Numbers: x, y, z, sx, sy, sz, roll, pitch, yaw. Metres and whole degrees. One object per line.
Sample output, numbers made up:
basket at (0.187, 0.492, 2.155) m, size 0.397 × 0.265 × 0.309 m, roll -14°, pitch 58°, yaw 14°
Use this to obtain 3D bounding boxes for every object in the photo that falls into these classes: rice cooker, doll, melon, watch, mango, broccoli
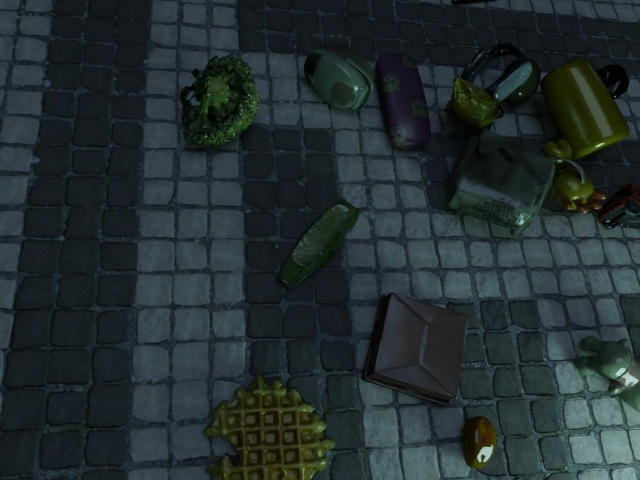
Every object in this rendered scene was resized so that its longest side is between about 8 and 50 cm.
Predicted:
rice cooker at (0.055, -0.454, 1.526) m, size 0.206 × 0.145 × 0.127 m, roll 32°, pitch 54°, yaw 0°
doll at (0.693, -0.168, 1.538) m, size 0.142 × 0.135 × 0.221 m, roll -12°, pitch 58°, yaw -19°
melon at (0.600, -0.482, 1.666) m, size 0.114 × 0.114 × 0.167 m, roll 28°, pitch 66°, yaw 1°
watch at (0.499, -0.484, 1.619) m, size 0.206 × 0.068 × 0.193 m, roll -44°, pitch 39°, yaw 2°
mango at (0.355, 0.453, 1.244) m, size 0.080 × 0.060 × 0.114 m, roll 31°, pitch 61°, yaw -15°
doll at (0.765, 0.338, 1.348) m, size 0.275 × 0.113 × 0.155 m, roll 34°, pitch 62°, yaw 5°
broccoli at (-0.261, -0.348, 1.399) m, size 0.198 × 0.176 × 0.226 m, roll 42°, pitch 51°, yaw 12°

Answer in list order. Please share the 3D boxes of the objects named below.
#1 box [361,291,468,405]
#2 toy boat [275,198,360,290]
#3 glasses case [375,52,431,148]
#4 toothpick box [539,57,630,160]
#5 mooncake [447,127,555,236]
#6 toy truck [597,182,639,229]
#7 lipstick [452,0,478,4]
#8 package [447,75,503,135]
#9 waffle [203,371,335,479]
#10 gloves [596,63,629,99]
box at (0.227, 0.249, 1.290) m, size 0.215 × 0.086 × 0.215 m, roll 18°, pitch 66°, yaw -4°
toy boat at (0.000, 0.000, 1.367) m, size 0.093 × 0.055 × 0.293 m, roll 37°, pitch 65°, yaw 8°
glasses case at (0.234, -0.402, 1.575) m, size 0.123 × 0.076 × 0.316 m, roll -2°, pitch 68°, yaw -12°
toothpick box at (0.750, -0.384, 1.598) m, size 0.175 × 0.175 × 0.271 m, roll -21°, pitch 84°, yaw -19°
mooncake at (0.480, -0.148, 1.485) m, size 0.254 × 0.136 × 0.250 m, roll 28°, pitch 63°, yaw 8°
toy truck at (0.916, -0.087, 1.566) m, size 0.252 × 0.107 × 0.114 m, roll 9°, pitch 65°, yaw -9°
lipstick at (0.515, -0.803, 1.834) m, size 0.176 × 0.027 × 0.027 m, roll -15°, pitch 71°, yaw -16°
package at (0.425, -0.365, 1.535) m, size 0.168 × 0.226 × 0.090 m, roll 41°, pitch 95°, yaw 10°
waffle at (-0.110, 0.421, 1.165) m, size 0.261 × 0.056 × 0.250 m, roll 39°, pitch 65°, yaw 8°
gloves at (0.841, -0.473, 1.715) m, size 0.203 × 0.124 × 0.164 m, roll -20°, pitch 40°, yaw 7°
